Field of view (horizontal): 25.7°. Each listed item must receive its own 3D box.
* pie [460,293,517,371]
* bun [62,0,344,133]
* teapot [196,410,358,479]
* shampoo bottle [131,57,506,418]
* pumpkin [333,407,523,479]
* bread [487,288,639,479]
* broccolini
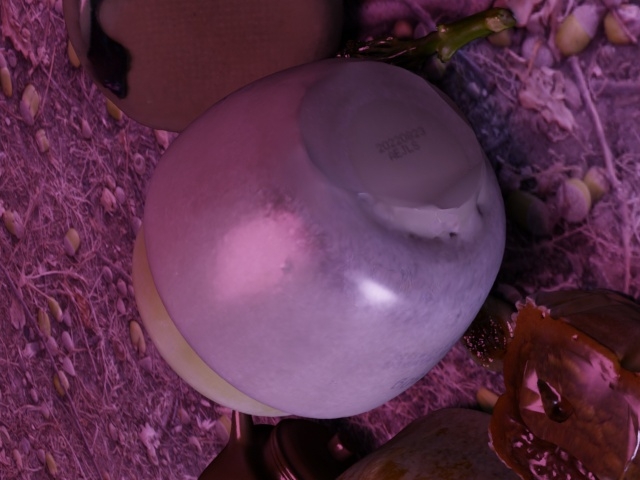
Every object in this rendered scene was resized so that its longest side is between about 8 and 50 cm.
[{"bbox_3d":[0.168,0.090,1.387,0.085,0.017,0.085,26,126,43],"label":"pie"},{"bbox_3d":[-0.117,-0.262,1.448,0.187,0.293,0.293,-91,11,-53],"label":"bun"},{"bbox_3d":[-0.017,0.293,1.608,0.268,0.185,0.175,41,111,-9],"label":"teapot"},{"bbox_3d":[0.000,0.000,1.310,0.317,0.322,0.322,-34,78,45],"label":"shampoo bottle"},{"bbox_3d":[0.125,0.357,1.401,0.332,0.199,0.332,22,125,36],"label":"pumpkin"},{"bbox_3d":[0.250,0.153,1.232,0.210,0.110,0.192,35,130,39],"label":"bread"},{"bbox_3d":[0.092,-0.188,1.327,0.058,0.067,0.216,50,146,-17],"label":"broccolini"}]
